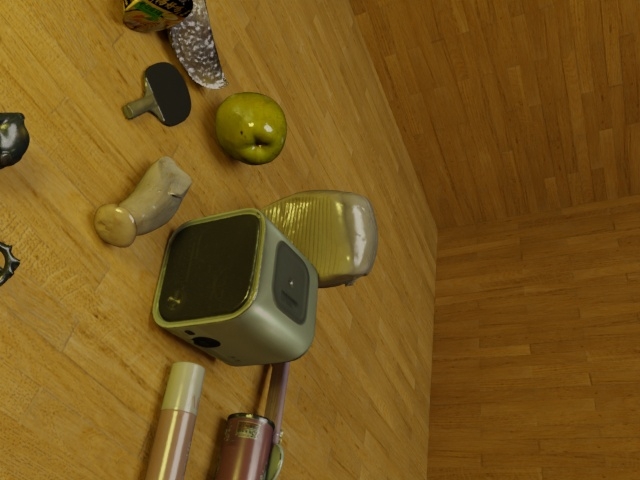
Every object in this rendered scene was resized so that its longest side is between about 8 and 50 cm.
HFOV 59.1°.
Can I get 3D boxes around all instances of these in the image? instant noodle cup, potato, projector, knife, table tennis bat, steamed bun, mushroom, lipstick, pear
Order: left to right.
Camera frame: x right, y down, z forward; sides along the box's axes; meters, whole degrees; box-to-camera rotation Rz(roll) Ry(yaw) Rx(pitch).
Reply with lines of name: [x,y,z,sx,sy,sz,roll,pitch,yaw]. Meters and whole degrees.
mushroom: [-0.332,-0.072,1.097,0.247,0.096,0.108,-60,160,-51]
instant noodle cup: [-0.355,-0.526,1.178,0.151,0.151,0.122,-8,78,-66]
table tennis bat: [-0.352,-0.312,1.236,0.247,0.022,0.138,-60,134,-58]
lipstick: [-0.276,0.363,1.070,0.070,0.070,0.255,50,37,-48]
potato: [-0.318,-0.486,1.337,0.120,0.100,0.261,-27,127,-26]
projector: [-0.168,0.107,1.195,0.249,0.248,0.249,48,39,-50]
pear: [-0.176,-0.281,1.428,0.198,0.198,0.199,-10,90,-66]
knife: [-0.105,0.399,1.373,0.038,0.132,0.399,30,41,-24]
steamed bun: [0.005,0.000,1.441,0.236,0.383,0.247,1,82,-45]

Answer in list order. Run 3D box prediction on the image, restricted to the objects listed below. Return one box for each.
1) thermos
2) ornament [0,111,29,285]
thermos: [-0.185,0.545,1.182,0.109,0.136,0.331,30,48,-25]
ornament: [-0.471,-0.054,0.798,0.202,0.080,0.236,-34,109,-61]
